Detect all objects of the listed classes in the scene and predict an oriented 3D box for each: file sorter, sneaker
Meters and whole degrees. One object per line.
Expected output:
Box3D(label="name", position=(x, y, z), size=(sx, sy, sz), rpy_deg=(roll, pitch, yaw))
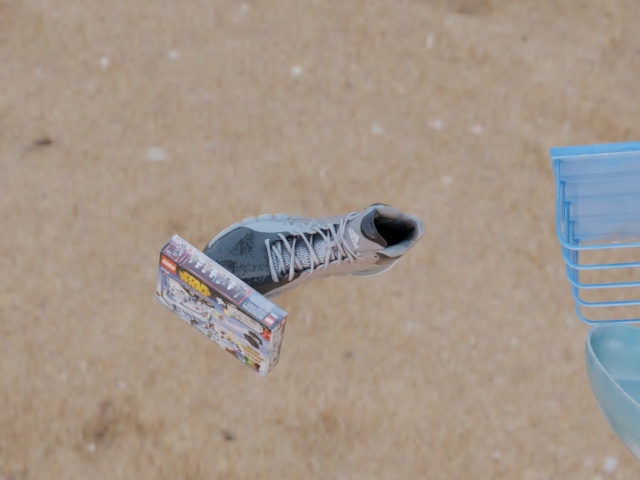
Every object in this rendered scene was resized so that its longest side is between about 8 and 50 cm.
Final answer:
Box3D(label="file sorter", position=(0.280, -0.004, 1.779), size=(0.118, 0.170, 0.104), rpy_deg=(-4, 61, 12))
Box3D(label="sneaker", position=(0.000, 0.000, 1.926), size=(0.229, 0.132, 0.086), rpy_deg=(-12, 84, -26))

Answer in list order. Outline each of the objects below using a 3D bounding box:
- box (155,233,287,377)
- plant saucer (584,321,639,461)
Box3D(label="box", position=(-0.096, 0.063, 1.860), size=(0.137, 0.094, 0.027), rpy_deg=(35, 60, 14))
Box3D(label="plant saucer", position=(0.314, 0.157, 1.333), size=(0.318, 0.043, 0.317), rpy_deg=(26, 15, -7))
